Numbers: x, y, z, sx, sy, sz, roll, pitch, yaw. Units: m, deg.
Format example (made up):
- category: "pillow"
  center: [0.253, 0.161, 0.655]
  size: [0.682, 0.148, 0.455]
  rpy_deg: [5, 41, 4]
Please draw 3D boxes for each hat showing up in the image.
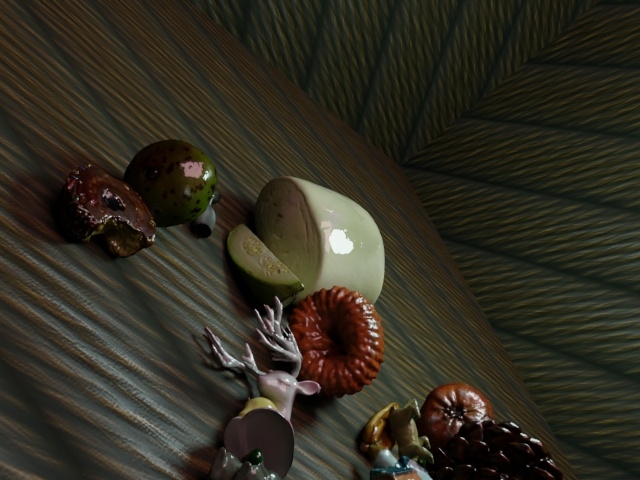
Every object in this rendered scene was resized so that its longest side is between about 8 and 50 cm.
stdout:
- category: "hat"
  center: [0.043, 0.309, 1.820]
  size: [0.285, 0.285, 0.400]
  rpy_deg: [60, -8, 25]

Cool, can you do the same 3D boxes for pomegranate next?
- category: "pomegranate"
  center: [-0.361, -0.153, 1.676]
  size: [0.231, 0.231, 0.286]
  rpy_deg: [49, 21, -3]

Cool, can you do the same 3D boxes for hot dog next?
- category: "hot dog"
  center: [0.174, 0.529, 1.851]
  size: [0.249, 0.068, 0.100]
  rpy_deg: [-13, 79, -65]

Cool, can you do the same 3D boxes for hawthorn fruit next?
- category: "hawthorn fruit"
  center: [0.425, 0.586, 2.079]
  size: [0.272, 0.241, 0.242]
  rpy_deg: [77, -8, -52]

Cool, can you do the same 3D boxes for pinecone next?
- category: "pinecone"
  center: [0.465, 0.662, 1.761]
  size: [0.397, 0.397, 0.398]
  rpy_deg: [42, 22, -21]

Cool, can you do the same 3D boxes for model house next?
- category: "model house"
  center: [0.195, 0.632, 1.619]
  size: [0.253, 0.184, 0.291]
  rpy_deg: [17, 25, -46]

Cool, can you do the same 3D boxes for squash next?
- category: "squash"
  center: [-0.176, 0.060, 1.831]
  size: [0.289, 0.111, 0.203]
  rpy_deg: [60, -23, 11]

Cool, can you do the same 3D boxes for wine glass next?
- category: "wine glass"
  center: [-0.322, -0.077, 1.871]
  size: [0.066, 0.066, 0.198]
  rpy_deg: [41, 25, -24]

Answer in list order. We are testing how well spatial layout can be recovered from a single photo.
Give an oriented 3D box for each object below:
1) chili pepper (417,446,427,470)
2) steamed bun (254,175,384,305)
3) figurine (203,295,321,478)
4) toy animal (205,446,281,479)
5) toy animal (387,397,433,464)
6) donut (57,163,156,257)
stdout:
- category: "chili pepper"
  center: [0.293, 0.636, 1.939]
  size: [0.073, 0.050, 0.182]
  rpy_deg: [2, 49, -55]
- category: "steamed bun"
  center: [0.000, 0.000, 2.070]
  size: [0.371, 0.290, 0.456]
  rpy_deg: [22, 34, -48]
- category: "figurine"
  center: [-0.122, 0.309, 1.445]
  size: [0.284, 0.206, 0.316]
  rpy_deg: [56, 14, -17]
- category: "toy animal"
  center: [-0.134, 0.482, 1.281]
  size: [0.108, 0.138, 0.236]
  rpy_deg: [18, -25, 31]
- category: "toy animal"
  center: [0.238, 0.537, 1.783]
  size: [0.103, 0.101, 0.219]
  rpy_deg: [65, 9, -67]
- category: "donut"
  center: [-0.480, -0.061, 1.462]
  size: [0.230, 0.096, 0.216]
  rpy_deg: [12, 40, -59]
